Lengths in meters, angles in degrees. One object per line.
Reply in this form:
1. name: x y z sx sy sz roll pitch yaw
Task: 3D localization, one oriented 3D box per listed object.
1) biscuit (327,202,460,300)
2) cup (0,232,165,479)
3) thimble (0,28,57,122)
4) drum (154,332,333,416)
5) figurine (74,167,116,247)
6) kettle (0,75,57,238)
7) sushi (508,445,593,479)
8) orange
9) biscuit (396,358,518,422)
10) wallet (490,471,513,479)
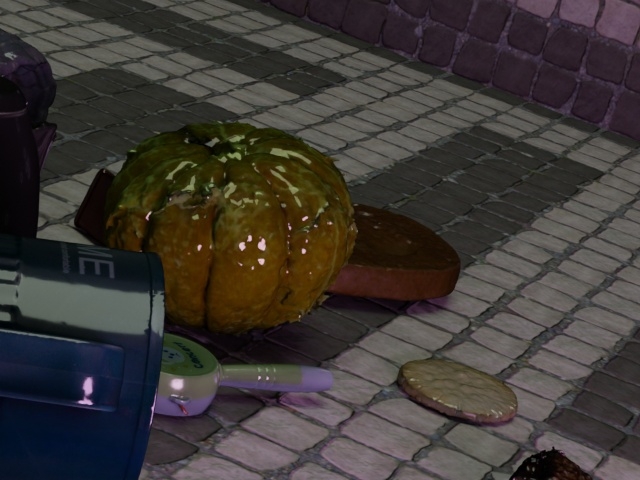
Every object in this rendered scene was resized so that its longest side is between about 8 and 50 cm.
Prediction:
1. biscuit: 0.000 0.001 2.531 0.367 0.063 0.314 6 18 -27
2. cup: -0.298 0.120 1.649 0.292 0.242 0.308 10 23 -13
3. thimble: -0.461 -0.179 2.433 0.172 0.205 0.236 25 19 23
4. drum: -0.115 0.136 2.048 0.253 0.049 0.130 -3 26 -45
5. figurine: -0.224 -0.015 2.388 0.154 0.082 0.098 33 5 42
6. kettle: -0.413 -0.049 1.958 0.268 0.290 0.207 7 21 -23
7. sushi: 0.227 0.265 1.898 0.098 0.094 0.084 36 25 7
8. orange: -0.114 -0.013 2.216 0.300 0.223 0.301 -7 27 -29
9. biscuit: 0.160 0.172 2.226 0.152 0.020 0.152 15 18 -5
10. wallet: 0.221 0.263 2.025 0.083 0.011 0.044 13 19 -12
